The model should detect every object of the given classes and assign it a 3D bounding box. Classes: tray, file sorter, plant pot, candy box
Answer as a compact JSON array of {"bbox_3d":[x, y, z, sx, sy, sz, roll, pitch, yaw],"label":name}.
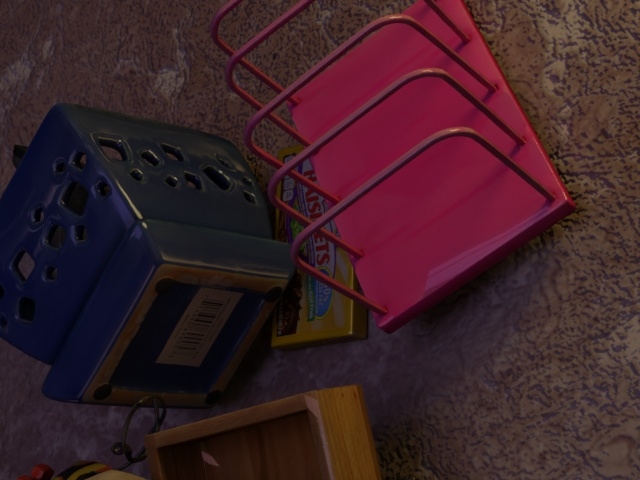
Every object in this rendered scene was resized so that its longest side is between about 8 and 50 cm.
[{"bbox_3d":[-0.016,0.345,1.225,0.203,0.076,0.411,-19,79,36],"label":"tray"},{"bbox_3d":[0.046,-0.112,1.271,0.202,0.182,0.291,-36,51,18],"label":"file sorter"},{"bbox_3d":[-0.173,0.031,1.406,0.212,0.236,0.236,48,116,39],"label":"plant pot"},{"bbox_3d":[0.000,0.000,1.413,0.105,0.027,0.206,-11,69,36],"label":"candy box"}]

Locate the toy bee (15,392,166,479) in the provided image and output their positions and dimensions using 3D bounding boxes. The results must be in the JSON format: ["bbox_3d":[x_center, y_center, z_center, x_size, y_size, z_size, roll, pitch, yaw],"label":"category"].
[{"bbox_3d":[-0.211,0.276,1.396,0.162,0.195,0.298,11,92,29],"label":"toy bee"}]

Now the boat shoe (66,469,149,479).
[{"bbox_3d":[-0.094,0.309,1.179,0.340,0.127,0.158,15,112,39],"label":"boat shoe"}]

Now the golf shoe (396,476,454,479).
[{"bbox_3d":[0.043,0.252,1.260,0.198,0.077,0.094,-6,72,41],"label":"golf shoe"}]

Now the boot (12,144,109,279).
[{"bbox_3d":[-0.302,-0.004,1.649,0.246,0.083,0.161,33,105,44],"label":"boot"}]
